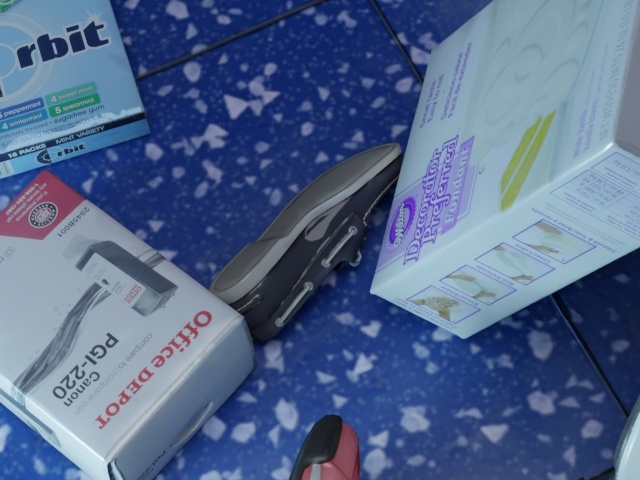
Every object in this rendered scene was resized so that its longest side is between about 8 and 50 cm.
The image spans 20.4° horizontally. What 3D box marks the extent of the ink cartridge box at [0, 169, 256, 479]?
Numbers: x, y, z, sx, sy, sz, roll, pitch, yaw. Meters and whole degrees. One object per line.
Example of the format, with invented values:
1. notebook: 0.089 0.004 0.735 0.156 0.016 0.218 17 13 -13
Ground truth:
1. ink cartridge box: -0.182 0.072 1.382 0.218 0.092 0.158 36 70 19

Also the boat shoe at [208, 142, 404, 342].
1. boat shoe: 0.000 0.000 1.437 0.206 0.075 0.065 -43 110 -23

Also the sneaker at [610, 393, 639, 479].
1. sneaker: 0.386 0.053 1.174 0.257 0.447 0.169 33 26 35

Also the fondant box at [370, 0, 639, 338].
1. fondant box: 0.175 -0.091 1.309 0.096 0.330 0.238 24 62 -17

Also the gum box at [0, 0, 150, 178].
1. gum box: -0.246 -0.152 1.536 0.157 0.041 0.184 -18 63 -5

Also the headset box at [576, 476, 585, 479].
1. headset box: 0.187 0.225 1.303 0.062 0.032 0.083 -26 61 -9

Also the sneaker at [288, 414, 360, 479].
1. sneaker: 0.035 0.279 1.259 0.136 0.116 0.314 2 68 -6
